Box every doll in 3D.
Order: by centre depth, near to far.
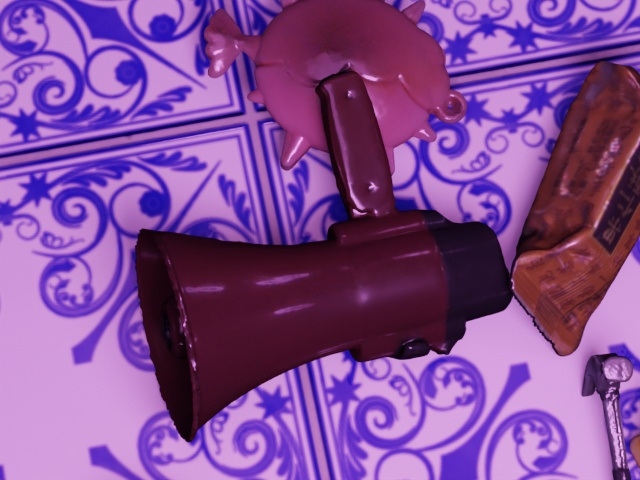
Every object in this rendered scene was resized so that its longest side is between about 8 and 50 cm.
[{"bbox_3d":[0.014,-0.163,1.671,0.262,0.093,0.211,9,78,0],"label":"doll"}]

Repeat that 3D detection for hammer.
[{"bbox_3d":[0.276,0.226,1.591,0.029,0.103,0.246,-8,88,-5],"label":"hammer"}]

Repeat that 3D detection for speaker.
[{"bbox_3d":[-0.013,0.013,1.601,0.329,0.198,0.259,-18,66,-18],"label":"speaker"}]

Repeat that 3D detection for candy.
[{"bbox_3d":[0.253,-0.034,1.633,0.101,0.143,0.271,12,71,45],"label":"candy"}]

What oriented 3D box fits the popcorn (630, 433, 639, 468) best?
[{"bbox_3d":[0.370,0.189,1.560,0.180,0.170,0.180,-1,99,-3],"label":"popcorn"}]
